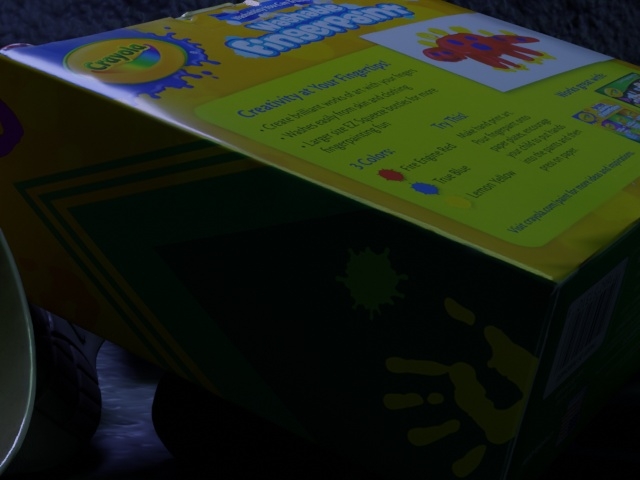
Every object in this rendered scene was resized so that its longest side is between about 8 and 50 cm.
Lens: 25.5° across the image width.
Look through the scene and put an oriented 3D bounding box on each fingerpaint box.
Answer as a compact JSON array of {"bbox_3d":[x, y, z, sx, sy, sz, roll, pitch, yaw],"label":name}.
[{"bbox_3d":[0.057,-0.033,0.961,0.371,0.163,0.445,23,26,23],"label":"fingerpaint box"}]

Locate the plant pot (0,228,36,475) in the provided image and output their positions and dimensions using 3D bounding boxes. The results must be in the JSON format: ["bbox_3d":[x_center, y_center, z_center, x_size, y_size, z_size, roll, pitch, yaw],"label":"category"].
[{"bbox_3d":[-0.302,0.040,0.667,0.191,0.284,0.284,-32,-9,20],"label":"plant pot"}]

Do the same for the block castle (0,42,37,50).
[{"bbox_3d":[-0.186,-0.064,1.654,0.453,0.303,0.213,1,6,-29],"label":"block castle"}]

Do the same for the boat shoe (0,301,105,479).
[{"bbox_3d":[-0.222,0.089,0.957,0.116,0.123,0.324,-29,11,6],"label":"boat shoe"}]

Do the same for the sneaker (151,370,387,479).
[{"bbox_3d":[-0.028,0.128,0.901,0.188,0.066,0.071,14,-7,42],"label":"sneaker"}]

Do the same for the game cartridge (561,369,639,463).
[{"bbox_3d":[0.292,0.103,0.929,0.198,0.062,0.297,-6,-4,-16],"label":"game cartridge"}]
